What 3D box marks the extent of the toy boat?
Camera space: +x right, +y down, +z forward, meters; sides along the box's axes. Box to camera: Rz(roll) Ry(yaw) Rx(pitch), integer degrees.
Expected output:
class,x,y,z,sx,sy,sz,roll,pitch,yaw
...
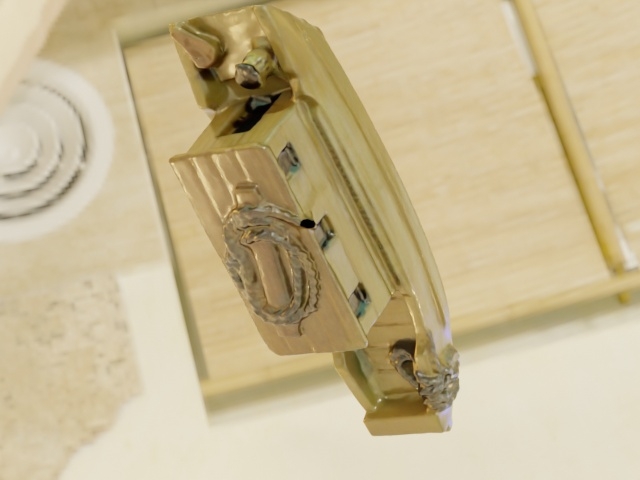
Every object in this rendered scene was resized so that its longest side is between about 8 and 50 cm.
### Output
class,x,y,z,sx,sy,sz,roll,pitch,yaw
toy boat,0.000,0.000,0.583,0.057,0.077,0.200,-8,123,33
